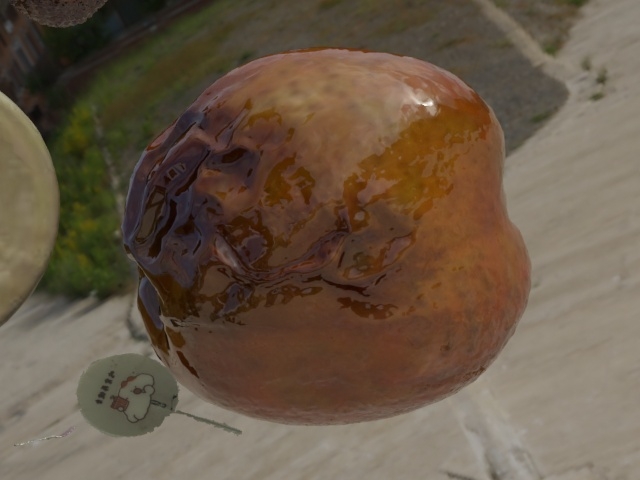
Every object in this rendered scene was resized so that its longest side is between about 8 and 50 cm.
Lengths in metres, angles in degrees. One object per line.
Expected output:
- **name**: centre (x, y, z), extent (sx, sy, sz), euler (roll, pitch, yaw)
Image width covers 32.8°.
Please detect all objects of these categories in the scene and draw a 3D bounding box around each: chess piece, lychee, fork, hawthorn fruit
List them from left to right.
- **chess piece**: centre (-0.284, -0.051, 0.700), extent (0.167, 0.167, 0.299), euler (-31, 28, -17)
- **fork**: centre (-0.442, 0.318, 1.747), extent (0.016, 0.012, 0.115), euler (-23, -8, 39)
- **lychee**: centre (-0.446, -0.442, 1.770), extent (0.188, 0.188, 0.188), euler (-28, 8, 4)
- **hawthorn fruit**: centre (0.000, 0.000, 1.248), extent (0.472, 0.472, 0.472), euler (-28, 8, 4)

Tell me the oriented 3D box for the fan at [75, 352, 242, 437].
- **fan**: centre (-0.294, 0.309, 2.025), extent (0.191, 0.329, 0.009), euler (-63, 19, 21)
